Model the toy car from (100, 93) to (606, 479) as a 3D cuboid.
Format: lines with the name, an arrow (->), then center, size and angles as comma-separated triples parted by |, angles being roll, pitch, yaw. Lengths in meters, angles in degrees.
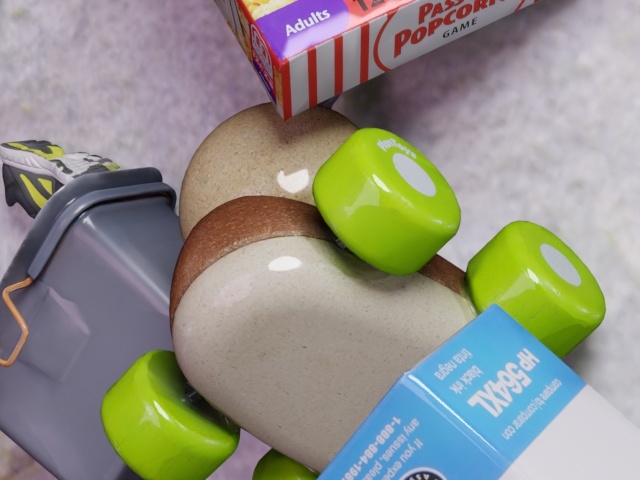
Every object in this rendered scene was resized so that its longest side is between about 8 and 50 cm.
toy car -> 0.000, 0.000, 0.798 | 0.155, 0.149, 0.188 | -45, 34, 23

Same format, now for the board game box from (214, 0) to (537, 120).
board game box -> 0.005, -0.159, 0.768 | 0.146, 0.045, 0.193 | -26, 66, -11

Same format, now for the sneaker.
sneaker -> -0.121, -0.024, 0.939 | 0.083, 0.031, 0.035 | 23, 117, 42

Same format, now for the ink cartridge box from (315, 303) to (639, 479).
ink cartridge box -> 0.080, 0.148, 0.686 | 0.203, 0.086, 0.148 | 42, 117, 10

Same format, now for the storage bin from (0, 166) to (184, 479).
storage bin -> -0.094, 0.049, 0.877 | 0.091, 0.098, 0.135 | 41, 114, 21
